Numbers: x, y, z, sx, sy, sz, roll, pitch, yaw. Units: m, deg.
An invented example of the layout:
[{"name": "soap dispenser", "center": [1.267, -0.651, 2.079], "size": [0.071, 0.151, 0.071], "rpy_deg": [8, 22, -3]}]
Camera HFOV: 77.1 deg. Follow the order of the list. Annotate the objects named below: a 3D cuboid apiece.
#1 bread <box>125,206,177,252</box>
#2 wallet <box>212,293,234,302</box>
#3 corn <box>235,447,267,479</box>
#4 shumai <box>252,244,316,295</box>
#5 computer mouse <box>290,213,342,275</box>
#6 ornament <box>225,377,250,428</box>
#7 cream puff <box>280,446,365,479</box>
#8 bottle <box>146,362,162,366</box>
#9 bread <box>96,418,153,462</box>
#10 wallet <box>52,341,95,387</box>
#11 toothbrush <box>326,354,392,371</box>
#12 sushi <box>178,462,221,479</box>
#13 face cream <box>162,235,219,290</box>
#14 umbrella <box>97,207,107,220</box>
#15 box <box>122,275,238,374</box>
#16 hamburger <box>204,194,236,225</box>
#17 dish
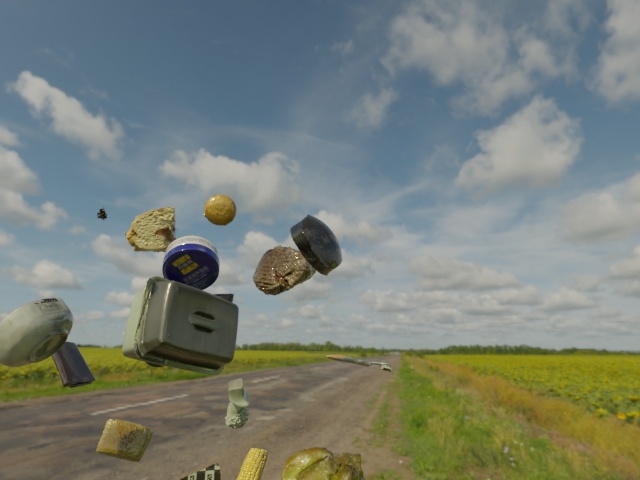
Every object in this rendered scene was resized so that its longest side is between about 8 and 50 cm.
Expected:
[{"name": "bread", "center": [-0.739, -0.034, 1.774], "size": [0.210, 0.184, 0.224], "rpy_deg": [-7, -7, -17]}, {"name": "wallet", "center": [-0.397, 0.282, 1.544], "size": [0.111, 0.166, 0.030], "rpy_deg": [1, 21, -43]}, {"name": "corn", "center": [-0.277, 0.923, 1.549], "size": [0.093, 0.094, 0.244], "rpy_deg": [-4, 26, 15]}, {"name": "shumai", "center": [-0.137, 0.170, 1.901], "size": [0.345, 0.217, 0.283], "rpy_deg": [-17, -30, 31]}, {"name": "computer mouse", "center": [0.004, -0.003, 1.156], "size": [0.087, 0.168, 0.295], "rpy_deg": [-38, 5, 12]}, {"name": "ornament", "center": [-0.413, 0.825, 2.016], "size": [0.120, 0.130, 0.286], "rpy_deg": [5, -60, -11]}, {"name": "cream puff", "center": [0.021, 0.571, 0.887], "size": [0.243, 0.196, 0.244], "rpy_deg": [7, -35, 5]}, {"name": "bottle", "center": [-0.611, 0.350, 1.507], "size": [0.156, 0.143, 0.271], "rpy_deg": [-15, 20, -25]}, {"name": "bread", "center": [-0.832, 0.850, 1.709], "size": [0.196, 0.138, 0.102], "rpy_deg": [21, -35, -10]}, {"name": "wallet", "center": [-1.145, 0.562, 1.840], "size": [0.049, 0.229, 0.182], "rpy_deg": [-37, -17, -1]}, {"name": "toothbrush", "center": [0.179, 0.547, 1.805], "size": [0.374, 0.037, 0.028], "rpy_deg": [20, -54, -29]}, {"name": "sushi", "center": [-0.346, 0.782, 1.181], "size": [0.210, 0.193, 0.040], "rpy_deg": [-31, -38, 24]}, {"name": "face cream", "center": [-0.489, 0.086, 1.527], "size": [0.205, 0.111, 0.206], "rpy_deg": [-8, -54, -12]}, {"name": "umbrella", "center": [-0.510, -0.062, 0.943], "size": [0.020, 0.032, 0.083], "rpy_deg": [-12, 6, -20]}, {"name": "box", "center": [-0.365, 0.237, 1.089], "size": [0.166, 0.221, 0.290], "rpy_deg": [-19, -34, 31]}, {"name": "hamburger", "center": [-0.493, -0.149, 1.977], "size": [0.161, 0.162, 0.115], "rpy_deg": [7, 5, -21]}, {"name": "dish", "center": [-0.943, 0.319, 1.341], "size": [0.117, 0.256, 0.256], "rpy_deg": [39, -14, 8]}]
